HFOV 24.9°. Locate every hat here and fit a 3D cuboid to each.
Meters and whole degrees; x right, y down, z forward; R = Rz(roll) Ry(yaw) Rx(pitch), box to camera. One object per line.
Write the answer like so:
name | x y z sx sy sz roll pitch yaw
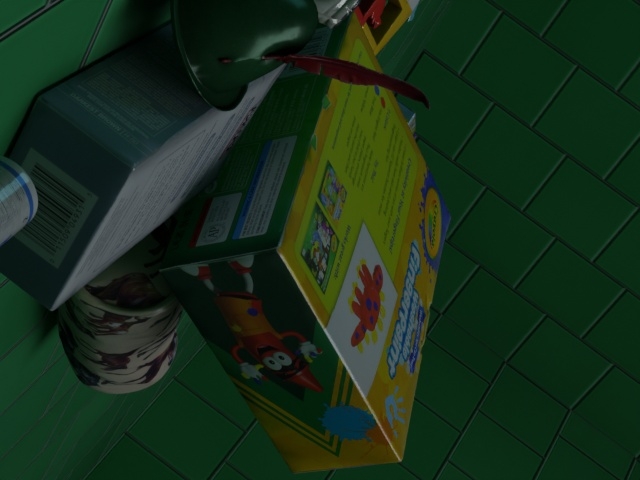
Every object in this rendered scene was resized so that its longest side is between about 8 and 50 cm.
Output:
hat | -0.016 -0.212 1.366 0.208 0.184 0.172 1 86 -70

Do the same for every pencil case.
pencil case | -0.245 0.073 1.863 0.184 0.160 0.410 -31 168 -19

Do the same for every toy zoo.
toy zoo | 0.097 -0.386 2.056 0.192 0.030 0.293 -55 156 -9

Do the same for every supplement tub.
supplement tub | -0.289 -0.019 1.189 0.107 0.071 0.071 -49 174 -48

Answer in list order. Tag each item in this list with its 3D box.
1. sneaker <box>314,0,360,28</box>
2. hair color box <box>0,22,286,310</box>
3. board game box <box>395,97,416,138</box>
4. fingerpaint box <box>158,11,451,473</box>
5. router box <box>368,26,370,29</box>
sneaker | 0.027 -0.368 1.618 0.107 0.110 0.275 -30 -146 53
hair color box | -0.182 -0.098 1.455 0.185 0.114 0.374 -55 175 30
board game box | 0.049 -0.162 2.201 0.142 0.144 0.275 -53 175 1
fingerpaint box | 0.000 0.000 1.805 0.163 0.371 0.444 -10 -139 24
router box | -0.027 -0.249 2.207 0.309 0.081 0.243 -52 176 -16
